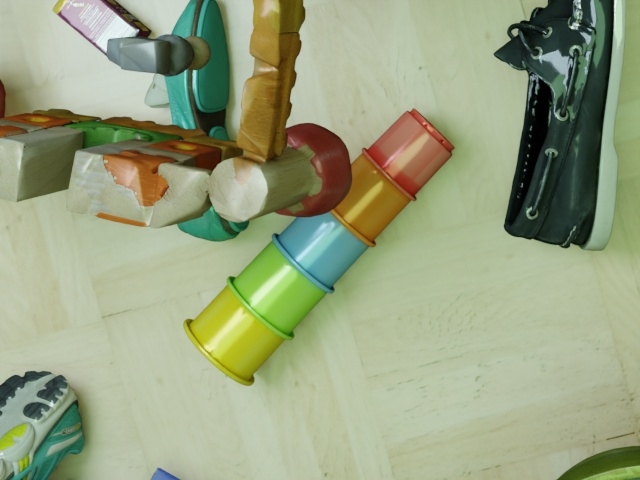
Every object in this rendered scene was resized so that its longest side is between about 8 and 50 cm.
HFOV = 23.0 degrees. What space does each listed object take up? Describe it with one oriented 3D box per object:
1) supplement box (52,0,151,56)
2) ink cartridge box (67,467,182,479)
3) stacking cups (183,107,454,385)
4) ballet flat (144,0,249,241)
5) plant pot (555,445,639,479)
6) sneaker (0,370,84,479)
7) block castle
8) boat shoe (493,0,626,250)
[{"bbox_3d":[-0.219,-0.220,1.581,0.083,0.055,0.043,40,99,1],"label":"supplement box"},{"bbox_3d":[-0.220,0.432,1.601,0.270,0.151,0.395,29,100,3],"label":"ink cartridge box"},{"bbox_3d":[0.000,0.000,1.554,0.096,0.096,0.316,43,100,1],"label":"stacking cups"},{"bbox_3d":[-0.132,-0.119,1.570,0.087,0.083,0.247,-6,93,22],"label":"ballet flat"},{"bbox_3d":[0.301,0.340,1.421,0.367,0.353,0.366,1,95,7],"label":"plant pot"},{"bbox_3d":[-0.324,0.246,1.550,0.107,0.275,0.110,10,129,35],"label":"sneaker"},{"bbox_3d":[-0.180,-0.189,1.420,0.453,0.213,0.303,12,103,21],"label":"block castle"},{"bbox_3d":[0.219,-0.158,1.495,0.113,0.127,0.340,-1,105,-4],"label":"boat shoe"}]
